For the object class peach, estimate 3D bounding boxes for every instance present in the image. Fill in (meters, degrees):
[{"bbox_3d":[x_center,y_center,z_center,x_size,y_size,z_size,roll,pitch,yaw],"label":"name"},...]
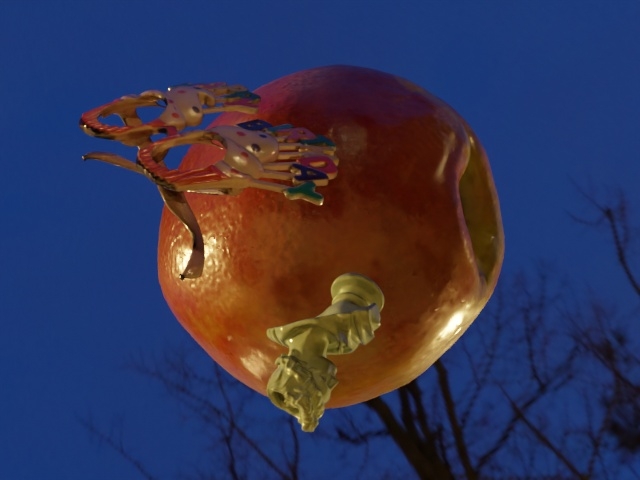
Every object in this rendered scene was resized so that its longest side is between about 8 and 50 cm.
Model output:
[{"bbox_3d":[0.000,0.000,1.348,0.332,0.308,0.307,-16,-62,32],"label":"peach"}]

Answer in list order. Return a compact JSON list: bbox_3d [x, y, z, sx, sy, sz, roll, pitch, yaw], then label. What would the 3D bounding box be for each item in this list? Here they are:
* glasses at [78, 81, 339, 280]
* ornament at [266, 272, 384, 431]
[{"bbox_3d":[-0.087,-0.063,1.199,0.162,0.255,0.095,-23,-52,-25],"label":"glasses"},{"bbox_3d":[0.002,0.051,0.757,0.092,0.068,0.041,-43,-67,-22],"label":"ornament"}]
